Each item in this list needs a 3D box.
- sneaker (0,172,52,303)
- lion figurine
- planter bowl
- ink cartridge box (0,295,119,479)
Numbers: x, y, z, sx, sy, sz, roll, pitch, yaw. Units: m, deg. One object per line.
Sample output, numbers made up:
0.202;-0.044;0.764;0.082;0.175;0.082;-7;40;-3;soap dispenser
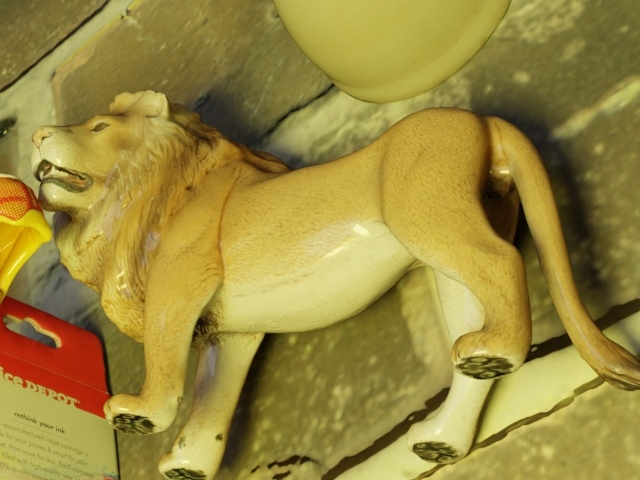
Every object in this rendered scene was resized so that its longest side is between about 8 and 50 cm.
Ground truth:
-0.227;0.037;0.816;0.175;0.064;0.067;-51;46;10;sneaker
0.000;0.000;0.786;0.392;0.142;0.240;-7;55;26;lion figurine
0.028;-0.180;0.853;0.162;0.109;0.162;-22;54;34;planter bowl
-0.199;0.150;0.873;0.078;0.134;0.231;-34;47;26;ink cartridge box
